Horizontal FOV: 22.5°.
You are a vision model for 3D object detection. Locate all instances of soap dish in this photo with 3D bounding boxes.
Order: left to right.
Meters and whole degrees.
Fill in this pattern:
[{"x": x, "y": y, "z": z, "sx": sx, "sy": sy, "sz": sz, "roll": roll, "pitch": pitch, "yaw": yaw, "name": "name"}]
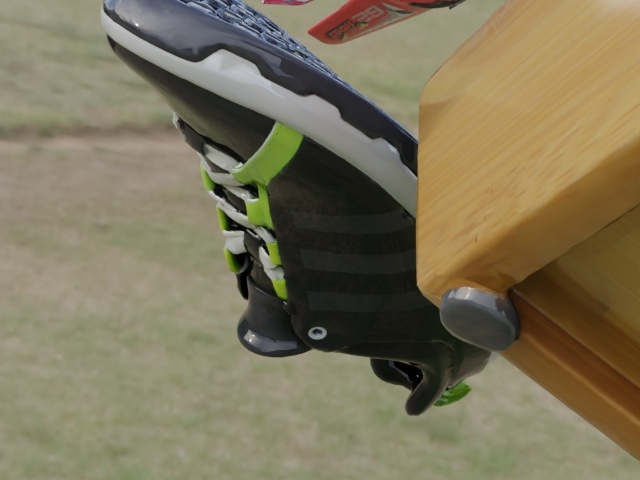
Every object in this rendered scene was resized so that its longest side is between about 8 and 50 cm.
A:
[{"x": 0.180, "y": 0.016, "z": 0.414, "sx": 0.291, "sy": 0.118, "sz": 0.229, "roll": 37, "pitch": -32, "yaw": -8, "name": "soap dish"}]

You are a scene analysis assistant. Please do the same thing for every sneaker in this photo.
[{"x": 0.000, "y": 0.000, "z": 0.564, "sx": 0.234, "sy": 0.097, "sz": 0.084, "roll": 36, "pitch": 5, "yaw": -40, "name": "sneaker"}]

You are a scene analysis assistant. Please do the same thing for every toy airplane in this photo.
[{"x": 0.027, "y": -0.125, "z": 0.781, "sx": 0.151, "sy": 0.028, "sz": 0.151, "roll": -10, "pitch": -5, "yaw": -1, "name": "toy airplane"}]
